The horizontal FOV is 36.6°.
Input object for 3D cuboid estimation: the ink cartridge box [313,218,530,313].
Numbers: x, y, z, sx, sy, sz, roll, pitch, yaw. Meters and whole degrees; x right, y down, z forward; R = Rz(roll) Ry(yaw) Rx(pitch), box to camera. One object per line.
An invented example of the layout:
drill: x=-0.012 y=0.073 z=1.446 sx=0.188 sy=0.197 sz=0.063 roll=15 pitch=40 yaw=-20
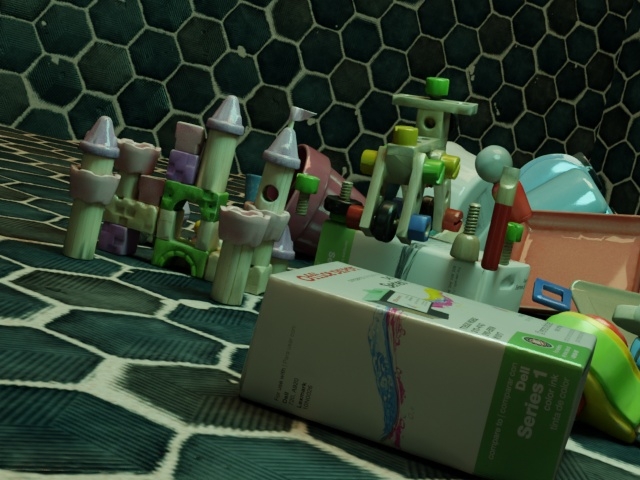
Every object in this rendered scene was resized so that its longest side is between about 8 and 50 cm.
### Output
ink cartridge box: x=0.153 y=0.055 z=1.481 sx=0.272 sy=0.115 sz=0.198 roll=18 pitch=9 yaw=30

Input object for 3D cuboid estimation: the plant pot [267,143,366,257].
plant pot: x=-0.005 y=-0.050 z=1.780 sx=0.180 sy=0.201 sz=0.201 roll=27 pitch=2 yaw=-19

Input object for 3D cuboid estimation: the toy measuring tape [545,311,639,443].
toy measuring tape: x=0.317 y=0.150 z=1.002 sx=0.121 sy=0.121 sz=0.330 roll=7 pitch=9 yaw=-43

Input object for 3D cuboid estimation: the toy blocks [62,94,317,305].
toy blocks: x=-0.163 y=-0.083 z=1.360 sx=0.288 sy=0.260 sz=0.309 roll=15 pitch=7 yaw=14

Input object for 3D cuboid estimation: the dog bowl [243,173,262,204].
dog bowl: x=-0.039 y=-0.072 z=2.174 sx=0.297 sy=0.074 sz=0.166 roll=18 pitch=-2 yaw=-23

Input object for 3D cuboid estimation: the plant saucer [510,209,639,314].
plant saucer: x=0.465 y=0.050 z=1.774 sx=0.259 sy=0.048 sz=0.258 roll=4 pitch=45 yaw=25

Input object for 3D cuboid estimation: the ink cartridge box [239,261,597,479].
ink cartridge box: x=0.096 y=0.112 z=0.884 sx=0.278 sy=0.117 sz=0.201 roll=15 pitch=7 yaw=18

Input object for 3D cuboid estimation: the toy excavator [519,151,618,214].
toy excavator: x=0.539 y=0.000 z=2.005 sx=0.222 sy=0.433 sz=0.445 roll=-29 pitch=-15 yaw=9

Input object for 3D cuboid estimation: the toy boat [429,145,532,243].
toy boat: x=0.217 y=-0.042 z=1.739 sx=0.318 sy=0.148 sz=0.267 roll=-28 pitch=4 yaw=0

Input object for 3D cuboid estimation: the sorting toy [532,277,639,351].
sorting toy: x=0.501 y=0.151 z=1.558 sx=0.347 sy=0.047 sz=0.196 roll=13 pitch=31 yaw=-7

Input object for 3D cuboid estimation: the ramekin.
ramekin: x=0.285 y=-0.061 z=2.081 sx=0.135 sy=0.277 sz=0.277 roll=27 pitch=13 yaw=33

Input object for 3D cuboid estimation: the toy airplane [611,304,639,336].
toy airplane: x=0.584 y=0.118 z=1.140 sx=0.385 sy=0.273 sz=0.384 roll=8 pitch=-2 yaw=-1

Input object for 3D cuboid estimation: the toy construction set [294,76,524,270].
toy construction set: x=0.166 y=-0.111 z=1.377 sx=0.257 sy=0.237 sz=0.308 roll=3 pitch=14 yaw=-44

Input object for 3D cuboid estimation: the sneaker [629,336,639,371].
sneaker: x=0.622 y=0.163 z=1.439 sx=0.340 sy=0.140 sz=0.125 roll=-14 pitch=26 yaw=-10
